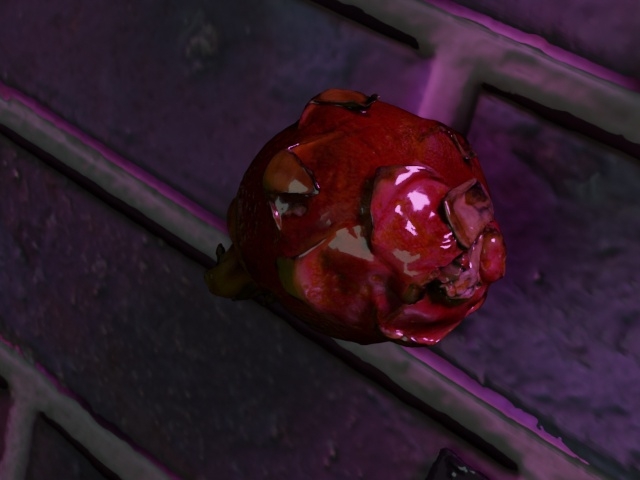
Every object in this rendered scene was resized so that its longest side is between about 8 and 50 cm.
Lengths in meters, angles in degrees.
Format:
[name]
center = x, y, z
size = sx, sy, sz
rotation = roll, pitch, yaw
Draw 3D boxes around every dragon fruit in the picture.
[dragon fruit]
center = 0.000, 0.000, 0.669
size = 0.246, 0.125, 0.125
rotation = -26, 50, 59

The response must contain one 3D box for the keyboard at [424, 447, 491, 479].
[keyboard]
center = 0.124, 0.185, 0.655
size = 0.195, 0.018, 0.060
rotation = 36, 112, 30
